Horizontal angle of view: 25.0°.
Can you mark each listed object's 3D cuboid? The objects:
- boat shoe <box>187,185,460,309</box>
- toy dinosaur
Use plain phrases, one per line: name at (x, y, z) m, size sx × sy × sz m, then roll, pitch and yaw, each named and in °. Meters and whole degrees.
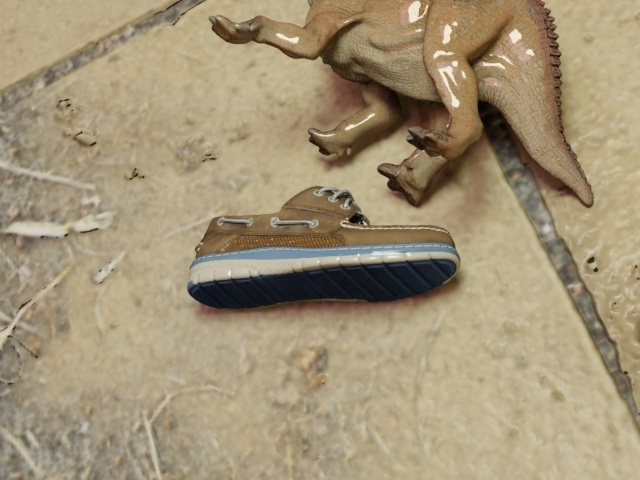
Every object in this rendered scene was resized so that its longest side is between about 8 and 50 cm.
boat shoe at (0.000, 0.000, 0.921) m, size 0.183 × 0.066 × 0.066 m, roll -4°, pitch 64°, yaw 20°
toy dinosaur at (0.071, -0.147, 0.933) m, size 0.296 × 0.127 × 0.200 m, roll 30°, pitch 73°, yaw 24°
